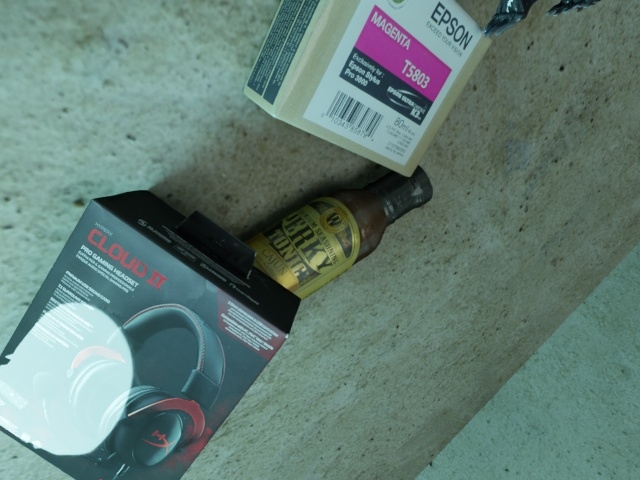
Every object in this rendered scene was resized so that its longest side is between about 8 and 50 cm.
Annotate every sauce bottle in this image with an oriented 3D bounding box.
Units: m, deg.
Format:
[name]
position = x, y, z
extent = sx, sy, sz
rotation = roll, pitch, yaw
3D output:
[sauce bottle]
position = 0.000, 0.000, 0.576
extent = 0.344, 0.111, 0.111
rotation = -34, 137, -12

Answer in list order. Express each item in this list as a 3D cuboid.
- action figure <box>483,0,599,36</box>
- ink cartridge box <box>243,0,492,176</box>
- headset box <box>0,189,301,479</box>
[action figure]
position = 0.176, -0.328, 0.355
extent = 0.141, 0.164, 0.276
rotation = -50, 128, -22
[ink cartridge box]
position = 0.061, -0.200, 0.476
extent = 0.234, 0.088, 0.193
rotation = 12, 116, -41
[headset box]
position = -0.176, 0.104, 0.441
extent = 0.218, 0.110, 0.293
rotation = 36, 101, -4
